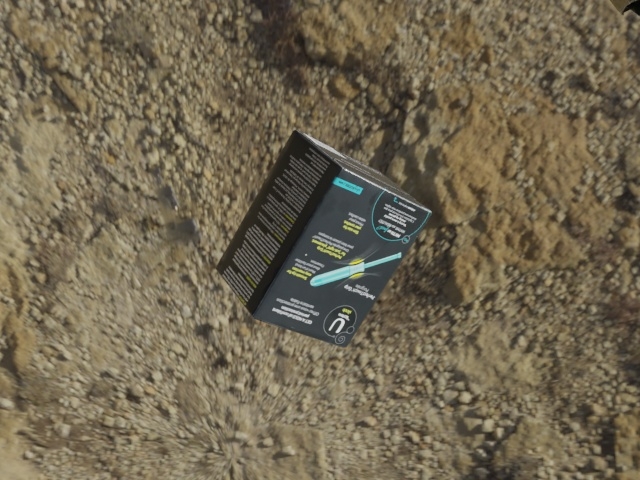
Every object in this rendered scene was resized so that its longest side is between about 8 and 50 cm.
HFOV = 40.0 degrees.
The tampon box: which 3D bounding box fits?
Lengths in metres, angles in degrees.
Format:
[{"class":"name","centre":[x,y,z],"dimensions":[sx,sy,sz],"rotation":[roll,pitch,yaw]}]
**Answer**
[{"class":"tampon box","centre":[0.000,0.000,0.845],"dimensions":[0.120,0.101,0.161],"rotation":[23,104,-36]}]

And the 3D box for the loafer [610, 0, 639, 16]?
[{"class":"loafer","centre":[0.289,-0.244,0.823],"dimensions":[0.148,0.056,0.050],"rotation":[24,76,-4]}]
